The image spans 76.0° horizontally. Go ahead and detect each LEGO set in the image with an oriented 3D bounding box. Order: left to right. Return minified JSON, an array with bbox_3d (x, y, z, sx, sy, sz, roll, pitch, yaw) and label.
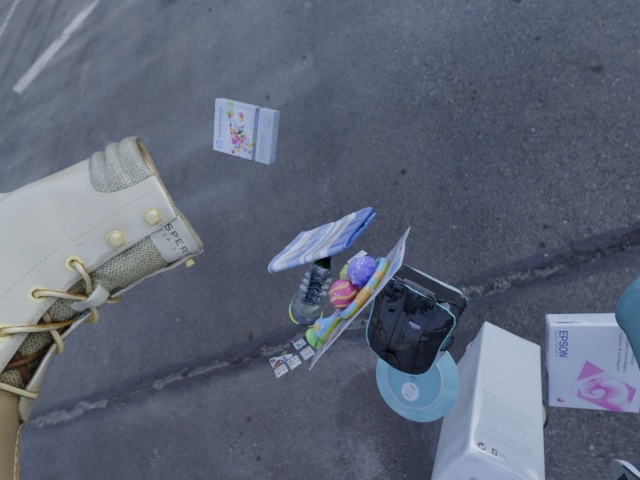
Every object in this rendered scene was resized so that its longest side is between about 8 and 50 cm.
[{"bbox_3d":[-0.129,0.517,1.803,0.182,0.060,0.244,-32,14,-13],"label":"LEGO set"}]

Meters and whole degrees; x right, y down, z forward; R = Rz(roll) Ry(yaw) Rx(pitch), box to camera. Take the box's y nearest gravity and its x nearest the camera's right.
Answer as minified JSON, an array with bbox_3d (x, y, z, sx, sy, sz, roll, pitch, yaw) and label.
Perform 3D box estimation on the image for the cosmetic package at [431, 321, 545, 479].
[{"bbox_3d":[0.388,0.403,0.946,0.156,0.217,0.385,25,39,13],"label":"cosmetic package"}]

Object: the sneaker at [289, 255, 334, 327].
[{"bbox_3d":[-0.023,0.144,1.296,0.110,0.121,0.300,15,40,0],"label":"sneaker"}]

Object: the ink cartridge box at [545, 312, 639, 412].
[{"bbox_3d":[0.840,0.358,1.187,0.329,0.324,0.071,-5,26,23],"label":"ink cartridge box"}]

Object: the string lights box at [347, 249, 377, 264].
[{"bbox_3d":[0.201,0.138,1.376,0.076,0.133,0.259,-38,26,-8],"label":"string lights box"}]

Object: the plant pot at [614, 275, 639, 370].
[{"bbox_3d":[0.576,0.156,0.559,0.271,0.272,0.255,-27,34,14],"label":"plant pot"}]

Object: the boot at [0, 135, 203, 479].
[{"bbox_3d":[-0.173,0.049,0.274,0.203,0.095,0.262,-24,59,-13],"label":"boot"}]

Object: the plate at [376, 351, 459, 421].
[{"bbox_3d":[0.206,0.302,0.899,0.188,0.024,0.188,-4,81,28],"label":"plate"}]

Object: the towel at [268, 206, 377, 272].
[{"bbox_3d":[0.000,0.000,1.114,0.284,0.034,0.209,-19,19,40],"label":"towel"}]

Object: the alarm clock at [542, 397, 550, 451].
[{"bbox_3d":[0.610,0.524,1.207,0.129,0.064,0.192,-24,72,2],"label":"alarm clock"}]

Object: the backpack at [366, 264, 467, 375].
[{"bbox_3d":[0.181,0.157,0.798,0.165,0.144,0.189,26,114,26],"label":"backpack"}]

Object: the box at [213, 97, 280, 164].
[{"bbox_3d":[-0.210,-0.307,1.146,0.186,0.038,0.145,19,116,17],"label":"box"}]

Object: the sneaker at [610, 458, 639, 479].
[{"bbox_3d":[0.850,0.613,0.982,0.163,0.226,0.086,2,99,4],"label":"sneaker"}]

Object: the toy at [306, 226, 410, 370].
[{"bbox_3d":[0.043,0.078,0.628,0.056,0.137,0.237,32,119,1],"label":"toy"}]
